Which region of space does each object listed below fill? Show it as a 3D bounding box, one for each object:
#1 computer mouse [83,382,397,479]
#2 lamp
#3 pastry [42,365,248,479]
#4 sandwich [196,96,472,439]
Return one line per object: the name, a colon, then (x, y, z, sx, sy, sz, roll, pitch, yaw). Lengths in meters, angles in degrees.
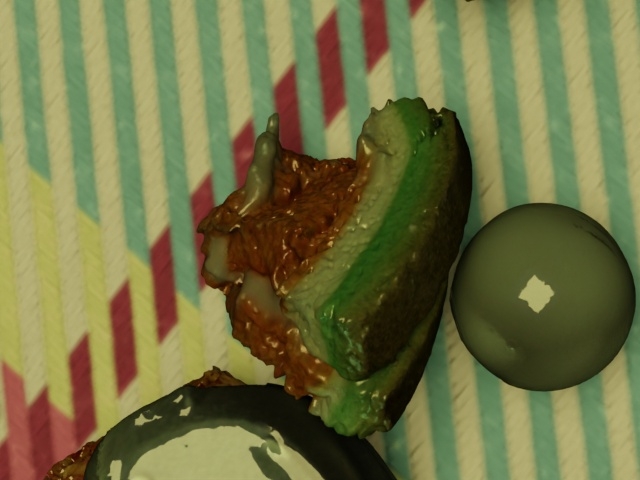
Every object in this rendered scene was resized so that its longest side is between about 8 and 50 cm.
computer mouse: (-0.020, 0.259, 1.100, 0.203, 0.114, 0.374, -14, 89, 7)
lamp: (0.123, 0.031, 1.094, 0.105, 0.105, 0.105, -1, 86, 13)
pastry: (-0.106, 0.134, 1.153, 0.169, 0.087, 0.063, -30, 54, -2)
sandwich: (-0.002, 0.007, 1.083, 0.159, 0.109, 0.185, 7, 47, 18)
